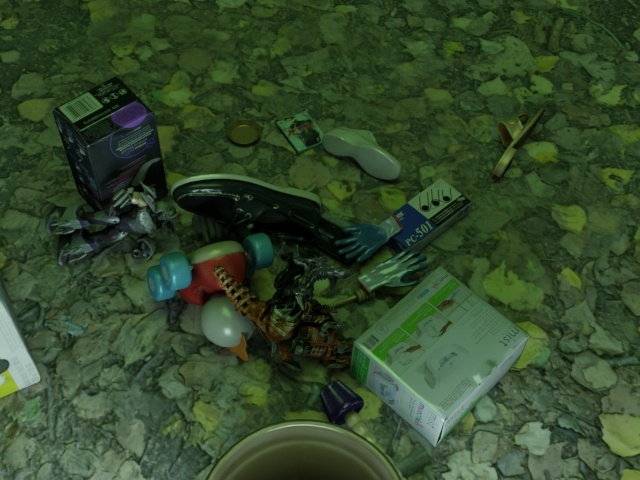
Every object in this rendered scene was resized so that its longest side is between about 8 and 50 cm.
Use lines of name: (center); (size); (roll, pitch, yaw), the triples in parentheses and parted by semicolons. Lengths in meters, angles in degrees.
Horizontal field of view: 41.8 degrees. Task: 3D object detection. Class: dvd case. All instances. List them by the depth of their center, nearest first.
dvd case: (-0.047, -0.268, 2.057); (0.087, 0.013, 0.119); (-23, 57, -19)

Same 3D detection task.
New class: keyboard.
keyboard: (0.000, 0.000, 1.853); (0.180, 0.023, 0.108); (29, 51, 19)

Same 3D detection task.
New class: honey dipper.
honey dipper: (0.036, 0.132, 1.749); (0.160, 0.030, 0.030); (-19, 56, -14)

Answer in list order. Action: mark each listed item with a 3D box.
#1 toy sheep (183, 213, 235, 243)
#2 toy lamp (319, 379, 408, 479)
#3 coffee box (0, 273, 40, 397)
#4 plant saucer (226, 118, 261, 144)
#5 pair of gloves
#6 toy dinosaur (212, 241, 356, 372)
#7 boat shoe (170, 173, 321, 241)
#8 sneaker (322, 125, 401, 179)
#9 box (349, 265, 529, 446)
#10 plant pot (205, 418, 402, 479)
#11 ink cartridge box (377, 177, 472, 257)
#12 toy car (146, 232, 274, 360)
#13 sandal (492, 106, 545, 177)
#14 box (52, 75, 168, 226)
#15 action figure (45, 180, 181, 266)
toy sheep: (-0.234, -0.042, 1.836); (0.132, 0.091, 0.091); (-13, 54, -19)
toy lamp: (0.092, 0.375, 1.541); (0.080, 0.080, 0.275); (-26, 60, -20)
coffee box: (-0.758, 0.121, 1.533); (0.334, 0.337, 0.338); (-22, 59, -18)
plant saucer: (-0.186, -0.261, 2.045); (0.083, 0.015, 0.083); (1, 53, -2)
pair of gloves: (0.131, 0.030, 1.784); (0.159, 0.023, 0.198); (-25, 57, -12)
toy dinosaur: (-0.052, 0.129, 1.599); (0.164, 0.322, 0.218); (21, 80, 45)
boat shoe: (-0.148, -0.054, 1.760); (0.340, 0.127, 0.113); (11, 60, -33)
sneaker: (0.114, -0.222, 1.996); (0.212, 0.080, 0.094); (30, 46, 20)
box: (0.230, 0.218, 1.631); (0.231, 0.127, 0.262); (39, 60, 23)
plant pot: (-0.029, 0.487, 1.322); (0.323, 0.280, 0.323); (1, 54, -1)
ink cartridge box: (0.233, -0.050, 1.883); (0.207, 0.046, 0.097); (-36, 61, -25)
toy car: (-0.199, 0.131, 1.676); (0.219, 0.210, 0.238); (-13, 82, -28)
sandal: (0.458, -0.258, 2.023); (0.079, 0.088, 0.240); (31, 63, 13)
box: (-0.449, -0.188, 1.819); (0.165, 0.270, 0.143); (-34, 61, -25)
action figure: (-0.428, -0.032, 1.773); (0.285, 0.185, 0.099); (-11, 37, 10)
